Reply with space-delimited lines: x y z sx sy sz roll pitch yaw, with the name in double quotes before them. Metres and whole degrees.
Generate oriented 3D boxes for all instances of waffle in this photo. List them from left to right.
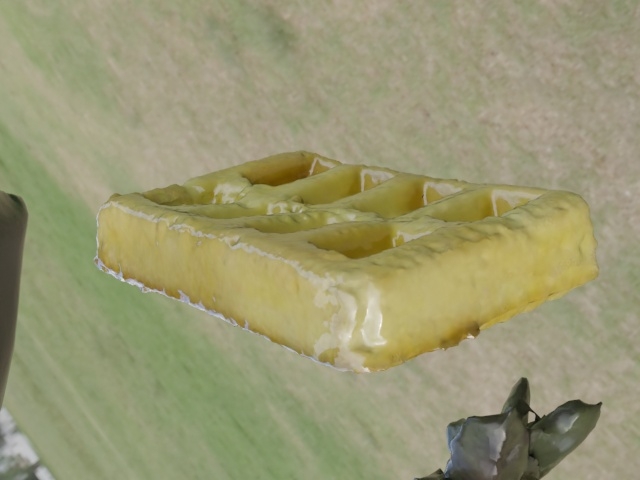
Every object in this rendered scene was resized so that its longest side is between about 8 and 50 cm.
"waffle" 0.000 0.000 0.597 0.274 0.168 0.057 15 115 51

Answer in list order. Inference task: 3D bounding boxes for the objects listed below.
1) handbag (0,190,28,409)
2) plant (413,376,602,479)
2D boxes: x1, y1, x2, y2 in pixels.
"handbag" -0.248 0.037 0.588 0.254 0.089 0.211 42 -134 -66
"plant" 0.133 0.265 0.843 0.215 0.213 0.312 82 -172 -81
